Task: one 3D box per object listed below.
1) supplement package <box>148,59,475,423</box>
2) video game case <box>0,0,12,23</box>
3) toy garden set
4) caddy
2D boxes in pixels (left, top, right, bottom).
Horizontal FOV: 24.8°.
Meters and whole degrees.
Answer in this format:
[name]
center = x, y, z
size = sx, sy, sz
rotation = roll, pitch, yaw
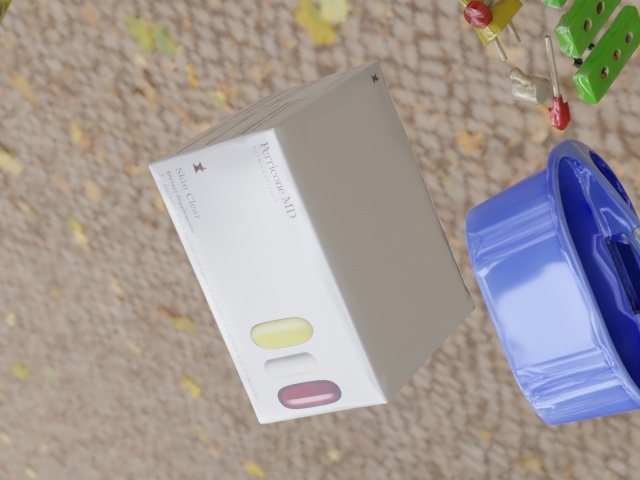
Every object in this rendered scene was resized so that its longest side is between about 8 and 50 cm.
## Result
[supplement package]
center = 0.000, 0.000, 1.329
size = 0.145, 0.204, 0.261
rotation = -15, 104, 34
[video game case]
center = -0.359, -0.154, 1.069
size = 0.035, 0.248, 0.275
rotation = 30, -174, 31
[toy garden set]
center = 0.227, -0.228, 1.458
size = 0.049, 0.204, 0.244
rotation = 17, 150, 40
[caddy]
center = 0.320, 0.052, 1.707
size = 0.179, 0.241, 0.341
rotation = -23, 86, 32
